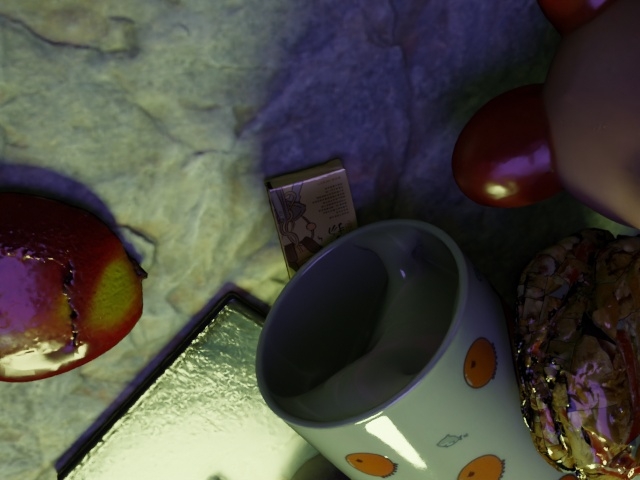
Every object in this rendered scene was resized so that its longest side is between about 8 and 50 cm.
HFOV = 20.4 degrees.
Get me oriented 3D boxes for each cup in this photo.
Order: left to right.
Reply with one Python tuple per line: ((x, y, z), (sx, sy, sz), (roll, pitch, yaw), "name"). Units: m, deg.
((0.115, 0.156, 1.600), (0.212, 0.212, 0.317), (-35, 129, 10), "cup")

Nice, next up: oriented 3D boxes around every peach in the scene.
((-0.286, 0.048, 1.539), (0.279, 0.068, 0.189), (1, 120, -13), "peach")

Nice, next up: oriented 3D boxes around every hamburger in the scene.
((0.248, 0.100, 1.524), (0.107, 0.231, 0.231), (1, 131, 31), "hamburger")

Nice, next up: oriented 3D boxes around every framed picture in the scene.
((-0.044, 0.221, 1.737), (0.347, 0.016, 0.265), (35, 109, -29), "framed picture")

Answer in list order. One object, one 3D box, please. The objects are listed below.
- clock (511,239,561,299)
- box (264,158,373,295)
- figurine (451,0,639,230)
((0.220, 0.035, 1.680), (0.083, 0.010, 0.074), (-29, 124, 6), "clock")
((0.000, 0.000, 1.600), (0.073, 0.020, 0.149), (-17, 125, -4), "box")
((0.291, -0.119, 1.490), (0.211, 0.261, 0.270), (-2, 113, -59), "figurine")
